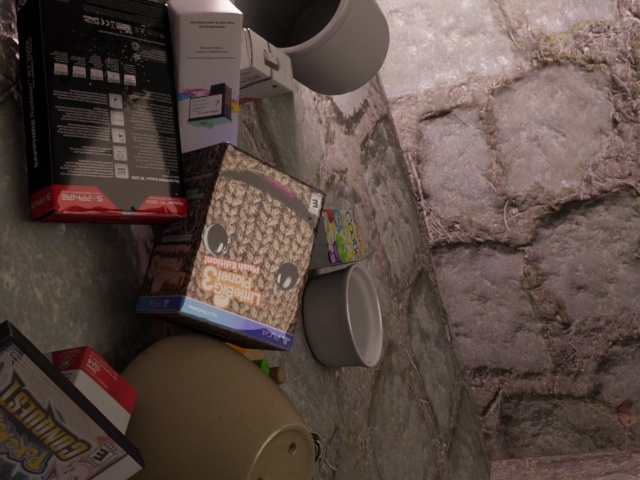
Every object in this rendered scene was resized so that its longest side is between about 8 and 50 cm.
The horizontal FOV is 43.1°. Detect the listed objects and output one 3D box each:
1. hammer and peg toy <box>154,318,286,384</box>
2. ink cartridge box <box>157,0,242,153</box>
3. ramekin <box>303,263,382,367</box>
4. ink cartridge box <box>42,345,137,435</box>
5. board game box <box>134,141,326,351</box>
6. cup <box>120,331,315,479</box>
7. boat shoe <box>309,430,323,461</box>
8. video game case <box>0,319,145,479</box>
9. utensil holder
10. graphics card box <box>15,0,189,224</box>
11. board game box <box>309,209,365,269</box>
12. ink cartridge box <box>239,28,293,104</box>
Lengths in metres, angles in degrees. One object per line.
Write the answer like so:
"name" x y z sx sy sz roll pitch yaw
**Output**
"hammer and peg toy" -0.191 0.169 1.522 0.361 0.127 0.266 14 70 -68
"ink cartridge box" -0.222 -0.291 1.457 0.201 0.117 0.278 -125 -145 -56
"ramekin" 0.060 0.208 2.163 0.277 0.135 0.277 -10 90 -69
"ink cartridge box" -0.350 0.254 1.081 0.176 0.128 0.127 -82 152 -42
"board game box" -0.146 0.017 1.377 0.232 0.141 0.291 24 71 -37
"cup" -0.150 0.328 1.253 0.331 0.237 0.331 -19 115 -50
"boat shoe" -0.033 0.491 1.872 0.219 0.070 0.077 -6 85 -69
"video game case" -0.371 0.251 0.906 0.035 0.248 0.275 47 -11 50
"utensil holder" -0.012 -0.575 2.097 0.385 0.328 0.327 20 62 -67
"graphics card box" -0.341 -0.209 1.270 0.233 0.094 0.371 0 80 -42
"board game box" 0.000 0.000 2.096 0.275 0.144 0.142 -4 84 -70
"ink cartridge box" -0.176 -0.382 1.804 0.218 0.159 0.092 15 66 -67
